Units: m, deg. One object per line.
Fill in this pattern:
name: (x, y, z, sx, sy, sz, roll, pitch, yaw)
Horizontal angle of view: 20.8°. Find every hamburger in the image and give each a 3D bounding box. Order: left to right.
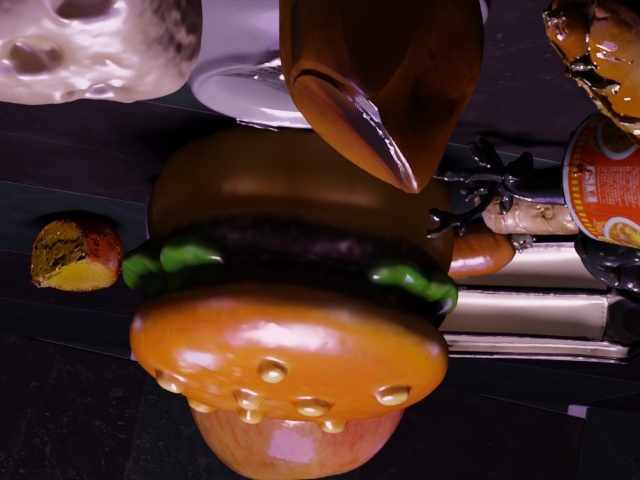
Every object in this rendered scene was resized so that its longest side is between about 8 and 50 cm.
hamburger: (-0.029, 0.060, 1.981, 0.396, 0.277, 0.396, 5, 159, 2)

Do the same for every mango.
mango: (0.039, -0.162, 1.260, 0.136, 0.166, 0.236, 23, 160, 31)

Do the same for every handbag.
handbag: (0.253, 0.085, 2.367, 0.358, 0.160, 0.237, 2, 175, 19)

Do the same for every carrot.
carrot: (0.117, 0.031, 2.259, 0.336, 0.069, 0.069, -13, 163, 16)

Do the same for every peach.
peach: (-0.343, 0.012, 2.473, 0.127, 0.092, 0.172, 4, 157, -14)

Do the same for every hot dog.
hot dog: (0.243, -0.143, 1.428, 0.109, 0.072, 0.269, 47, -173, 31)

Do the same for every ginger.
ginger: (0.255, -0.041, 1.962, 0.095, 0.069, 0.190, 13, 170, -40)

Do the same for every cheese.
cheese: (-0.158, -0.195, 1.207, 0.251, 0.173, 0.248, -23, 158, 40)

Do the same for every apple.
apple: (-0.034, 0.203, 2.649, 0.364, 0.364, 0.364, 6, 168, 1)

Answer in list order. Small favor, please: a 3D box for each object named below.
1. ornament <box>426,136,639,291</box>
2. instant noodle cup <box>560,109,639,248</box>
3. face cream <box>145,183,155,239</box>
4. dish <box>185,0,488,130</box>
ornament: (0.219, -0.025, 1.802, 0.236, 0.202, 0.080, 7, 129, 1)
instant noodle cup: (0.341, -0.062, 1.621, 0.193, 0.193, 0.212, 15, 173, -37)
face cream: (-0.177, -0.026, 2.188, 0.091, 0.095, 0.091, 5, 167, 1)
dish: (-0.020, -0.159, 1.460, 0.316, 0.106, 0.316, 6, 168, 1)
